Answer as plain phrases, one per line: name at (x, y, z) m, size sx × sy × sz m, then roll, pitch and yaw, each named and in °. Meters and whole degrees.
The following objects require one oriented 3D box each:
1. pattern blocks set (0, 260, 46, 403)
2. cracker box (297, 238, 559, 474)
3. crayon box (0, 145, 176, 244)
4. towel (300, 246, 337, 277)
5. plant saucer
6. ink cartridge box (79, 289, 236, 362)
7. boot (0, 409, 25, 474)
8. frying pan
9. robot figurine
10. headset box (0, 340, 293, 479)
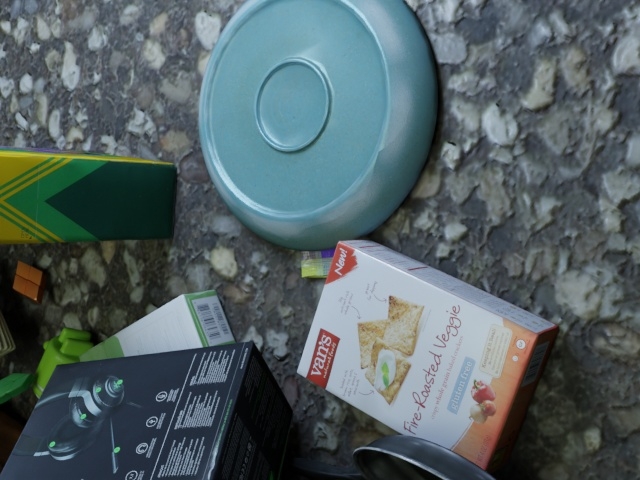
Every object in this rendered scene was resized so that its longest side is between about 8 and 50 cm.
pattern blocks set at (-0.518, 0.112, 1.227) m, size 0.285 × 0.026 × 0.325 m, roll -37°, pitch 61°, yaw -13°
cracker box at (0.101, 0.112, 0.895) m, size 0.232 × 0.067 × 0.156 m, roll 25°, pitch 106°, yaw 31°
crayon box at (-0.417, -0.064, 1.085) m, size 0.362 × 0.313 × 0.106 m, roll 8°, pitch 97°, yaw 34°
towel at (0.000, 0.000, 0.991) m, size 0.060 × 0.009 × 0.083 m, roll -3°, pitch 91°, yaw 33°
plant saucer at (-0.022, -0.147, 0.973) m, size 0.317 × 0.043 × 0.318 m, roll 0°, pitch 89°, yaw 33°
ink cartridge box at (-0.200, 0.152, 1.101) m, size 0.209 × 0.062 × 0.109 m, roll -29°, pitch 77°, yaw 32°
boot at (-0.480, 0.243, 1.277) m, size 0.280 × 0.096 × 0.264 m, roll 34°, pitch 106°, yaw 25°
frying pan at (0.098, 0.263, 0.902) m, size 0.197 × 0.053 × 0.326 m, roll 39°, pitch 156°, yaw -7°
robot figurine at (-0.347, 0.175, 1.198) m, size 0.115 × 0.067 × 0.101 m, roll -62°, pitch 34°, yaw 19°
headset box at (-0.200, 0.252, 0.944) m, size 0.283 × 0.246 × 0.131 m, roll -9°, pitch 128°, yaw 19°
